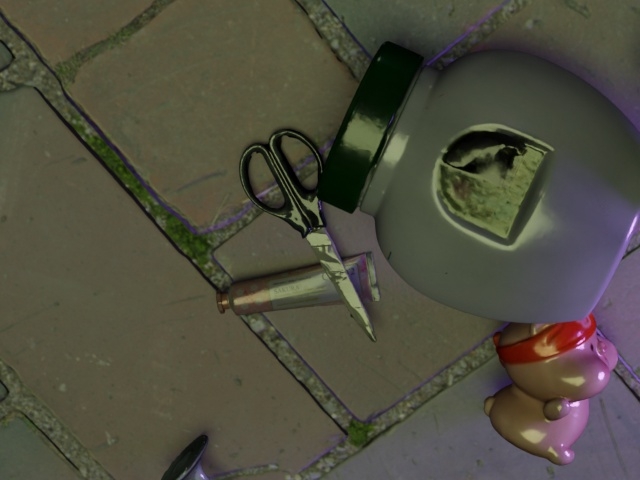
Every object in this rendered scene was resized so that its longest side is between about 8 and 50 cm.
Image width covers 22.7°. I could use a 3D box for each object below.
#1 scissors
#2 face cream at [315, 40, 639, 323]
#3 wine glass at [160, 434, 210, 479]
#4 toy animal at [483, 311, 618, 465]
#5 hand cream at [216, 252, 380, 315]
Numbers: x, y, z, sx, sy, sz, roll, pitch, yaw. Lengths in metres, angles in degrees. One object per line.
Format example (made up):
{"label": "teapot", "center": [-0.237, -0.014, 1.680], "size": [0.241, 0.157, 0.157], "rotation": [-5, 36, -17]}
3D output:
{"label": "scissors", "center": [0.000, 0.000, 2.037], "size": [0.109, 0.022, 0.300], "rotation": [-28, 98, 11]}
{"label": "face cream", "center": [0.195, -0.073, 1.894], "size": [0.357, 0.219, 0.312], "rotation": [24, 94, 3]}
{"label": "wine glass", "center": [-0.059, 0.403, 2.083], "size": [0.309, 0.264, 0.096], "rotation": [43, 83, -9]}
{"label": "toy animal", "center": [0.290, 0.166, 2.011], "size": [0.171, 0.171, 0.197], "rotation": [13, 109, 2]}
{"label": "hand cream", "center": [-0.031, 0.065, 2.073], "size": [0.210, 0.043, 0.067], "rotation": [-10, 104, 4]}
